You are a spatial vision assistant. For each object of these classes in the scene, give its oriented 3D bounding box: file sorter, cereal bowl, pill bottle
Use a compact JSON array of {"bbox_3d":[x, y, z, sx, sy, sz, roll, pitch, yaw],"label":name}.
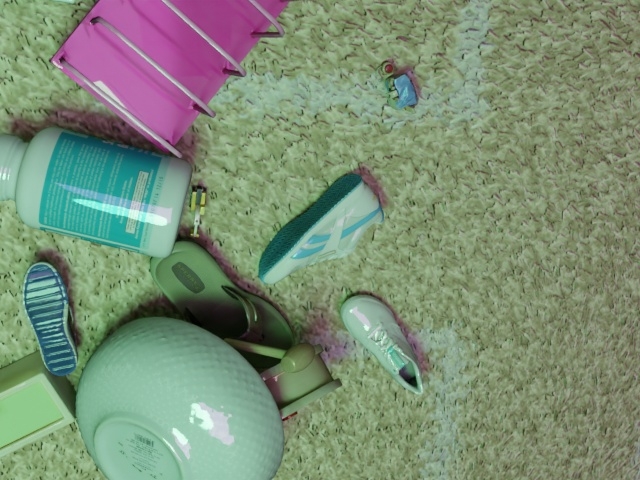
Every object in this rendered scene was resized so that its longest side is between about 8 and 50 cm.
[{"bbox_3d":[-0.178,-0.278,1.084,0.202,0.182,0.291,39,88,-24],"label":"file sorter"},{"bbox_3d":[-0.234,0.292,1.240,0.338,0.141,0.339,12,120,22],"label":"cereal bowl"},{"bbox_3d":[-0.322,-0.073,1.156,0.264,0.146,0.146,14,106,-9],"label":"pill bottle"}]

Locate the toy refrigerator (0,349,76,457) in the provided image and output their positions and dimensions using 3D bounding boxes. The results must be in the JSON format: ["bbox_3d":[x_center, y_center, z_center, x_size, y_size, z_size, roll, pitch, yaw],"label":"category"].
[{"bbox_3d":[-0.525,0.283,1.278,0.269,0.094,0.102,-25,115,-4],"label":"toy refrigerator"}]

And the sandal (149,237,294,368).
[{"bbox_3d":[-0.156,0.119,1.310,0.120,0.086,0.303,-43,124,4],"label":"sandal"}]

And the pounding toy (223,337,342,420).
[{"bbox_3d":[-0.074,0.209,1.321,0.154,0.269,0.155,-20,77,-47],"label":"pounding toy"}]

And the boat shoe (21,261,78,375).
[{"bbox_3d":[-0.412,0.112,1.257,0.066,0.066,0.183,-7,110,-12],"label":"boat shoe"}]

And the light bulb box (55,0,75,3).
[{"bbox_3d":[-0.448,-0.475,0.935,0.357,0.225,0.361,2,109,-16],"label":"light bulb box"}]

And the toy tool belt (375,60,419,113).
[{"bbox_3d":[0.122,-0.236,1.273,0.052,0.051,0.083,-30,115,-2],"label":"toy tool belt"}]

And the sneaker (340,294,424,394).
[{"bbox_3d":[0.117,0.180,1.409,0.080,0.094,0.212,-39,115,4],"label":"sneaker"}]

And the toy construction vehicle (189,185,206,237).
[{"bbox_3d":[-0.218,-0.054,1.262,0.085,0.035,0.098,6,109,-17],"label":"toy construction vehicle"}]

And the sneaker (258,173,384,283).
[{"bbox_3d":[0.000,0.000,1.314,0.228,0.087,0.092,-39,117,4],"label":"sneaker"}]
